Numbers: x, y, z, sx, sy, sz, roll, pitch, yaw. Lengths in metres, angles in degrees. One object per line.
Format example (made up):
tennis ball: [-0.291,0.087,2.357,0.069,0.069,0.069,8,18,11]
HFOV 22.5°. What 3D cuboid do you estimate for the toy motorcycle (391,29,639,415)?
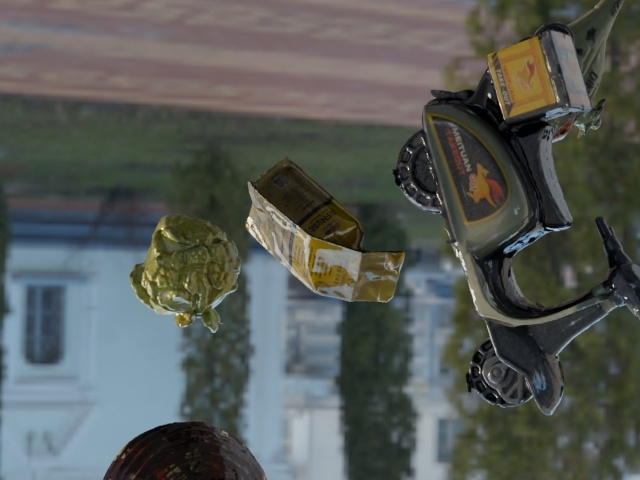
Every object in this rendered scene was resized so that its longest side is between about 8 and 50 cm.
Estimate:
toy motorcycle: [0.151,-0.005,1.176,0.157,0.263,0.091,-19,175,25]

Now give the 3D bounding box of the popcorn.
popcorn: [-0.168,0.040,2.054,0.136,0.162,0.141,-16,173,33]

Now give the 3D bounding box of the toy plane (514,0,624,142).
toy plane: [0.256,-0.191,1.544,0.108,0.286,0.092,33,169,-5]

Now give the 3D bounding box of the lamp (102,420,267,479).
lamp: [-0.167,0.344,2.011,0.247,0.246,0.247,1,178,0]

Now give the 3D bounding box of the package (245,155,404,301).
package: [0.000,0.000,1.257,0.047,0.131,0.071,-38,160,-30]
